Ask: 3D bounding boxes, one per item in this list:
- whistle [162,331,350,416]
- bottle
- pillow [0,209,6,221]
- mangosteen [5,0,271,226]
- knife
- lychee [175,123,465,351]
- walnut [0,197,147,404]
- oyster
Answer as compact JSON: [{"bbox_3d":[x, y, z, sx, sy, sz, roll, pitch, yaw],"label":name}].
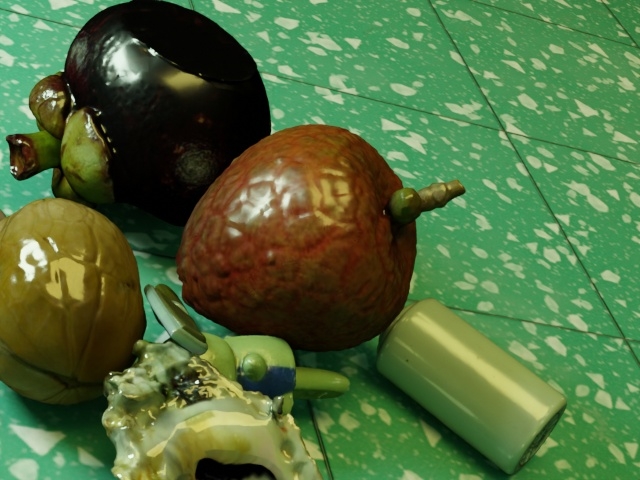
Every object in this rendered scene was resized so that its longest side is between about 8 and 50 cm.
[{"bbox_3d":[-0.075,0.137,1.345,0.227,0.105,0.085,10,64,-30],"label":"whistle"},{"bbox_3d":[0.141,0.139,1.486,0.245,0.104,0.104,37,33,18],"label":"bottle"},{"bbox_3d":[-0.403,-0.015,1.350,0.135,0.049,0.248,51,24,23],"label":"pillow"},{"bbox_3d":[-0.199,-0.136,1.528,0.287,0.233,0.287,20,37,-16],"label":"mangosteen"},{"bbox_3d":[-0.144,0.067,1.288,0.061,0.027,0.343,43,-3,-12],"label":"knife"},{"bbox_3d":[0.000,0.000,1.412,0.300,0.255,0.255,-5,25,18],"label":"lychee"},{"bbox_3d":[-0.244,0.054,1.273,0.167,0.167,0.207,7,44,-28],"label":"walnut"},{"bbox_3d":[-0.077,0.242,1.180,0.201,0.107,0.354,-5,59,-27],"label":"oyster"}]
